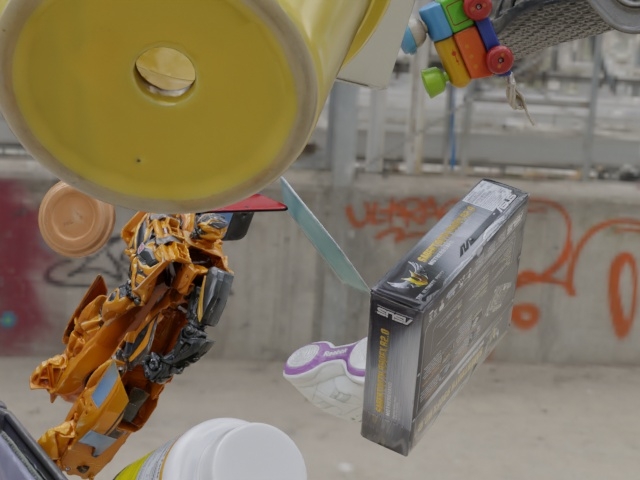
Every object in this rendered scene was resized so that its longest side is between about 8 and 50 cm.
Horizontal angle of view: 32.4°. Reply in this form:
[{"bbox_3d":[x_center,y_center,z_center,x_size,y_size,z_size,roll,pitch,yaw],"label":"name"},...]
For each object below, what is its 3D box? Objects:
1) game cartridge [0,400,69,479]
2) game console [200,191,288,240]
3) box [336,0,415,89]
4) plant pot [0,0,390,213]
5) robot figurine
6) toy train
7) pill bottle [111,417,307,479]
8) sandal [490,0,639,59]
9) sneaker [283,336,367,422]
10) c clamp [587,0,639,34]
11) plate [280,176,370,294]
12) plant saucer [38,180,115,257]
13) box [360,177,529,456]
[{"bbox_3d":[-0.301,0.293,0.986,0.068,0.230,0.355,22,-3,-30],"label":"game cartridge"},{"bbox_3d":[-0.131,-0.019,1.330,0.144,0.124,0.085,-2,45,-28],"label":"game console"},{"bbox_3d":[0.016,-0.292,0.875,0.121,0.311,0.148,6,18,-40],"label":"box"},{"bbox_3d":[-0.075,-0.150,0.625,0.254,0.254,0.239,3,42,-1],"label":"plant pot"},{"bbox_3d":[-0.185,0.085,1.081,0.085,0.291,0.211,22,24,-30],"label":"robot figurine"},{"bbox_3d":[0.219,-0.256,1.680,0.143,0.248,0.105,-25,17,4],"label":"toy train"},{"bbox_3d":[-0.099,0.220,0.930,0.117,0.117,0.215,-2,-20,-34],"label":"pill bottle"},{"bbox_3d":[0.363,-0.389,1.837,0.168,0.107,0.446,3,-3,-23],"label":"sandal"},{"bbox_3d":[0.077,0.244,1.913,0.305,0.152,0.114,-6,36,48],"label":"sneaker"},{"bbox_3d":[0.270,-0.253,0.943,0.161,0.137,0.022,-36,-8,9],"label":"c clamp"},{"bbox_3d":[0.000,0.000,1.382,0.024,0.188,0.188,-38,12,-1],"label":"plate"},{"bbox_3d":[-0.253,-0.024,1.138,0.084,0.083,0.013,5,-2,13],"label":"plant saucer"},{"bbox_3d":[0.124,0.070,1.079,0.056,0.183,0.231,22,41,25],"label":"box"}]
